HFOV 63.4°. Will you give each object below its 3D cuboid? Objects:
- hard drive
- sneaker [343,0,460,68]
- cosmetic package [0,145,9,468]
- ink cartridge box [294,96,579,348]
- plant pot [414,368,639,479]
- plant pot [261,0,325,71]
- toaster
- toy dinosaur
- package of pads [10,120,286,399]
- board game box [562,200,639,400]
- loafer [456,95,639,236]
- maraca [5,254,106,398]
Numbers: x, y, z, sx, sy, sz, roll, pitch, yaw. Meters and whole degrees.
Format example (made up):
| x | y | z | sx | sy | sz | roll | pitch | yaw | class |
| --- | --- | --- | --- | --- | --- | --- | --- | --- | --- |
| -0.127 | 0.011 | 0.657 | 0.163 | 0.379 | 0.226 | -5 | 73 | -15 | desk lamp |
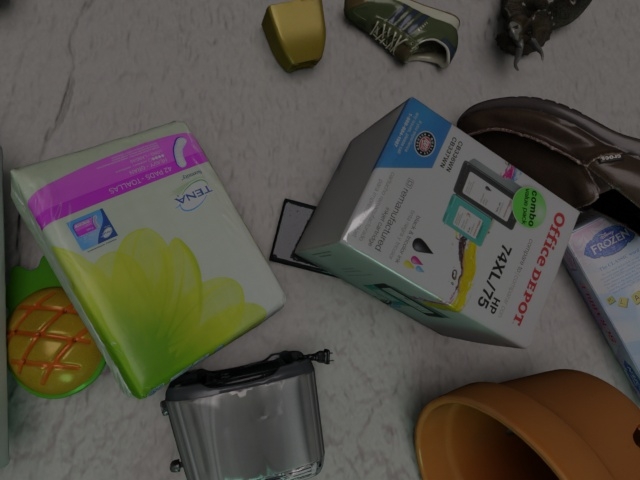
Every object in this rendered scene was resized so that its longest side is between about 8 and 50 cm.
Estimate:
| x | y | z | sx | sy | sz | roll | pitch | yaw | class |
| --- | --- | --- | --- | --- | --- | --- | --- | --- | --- |
| 0.000 | 0.000 | 0.767 | 0.135 | 0.022 | 0.094 | 15 | 81 | -8 | hard drive |
| 0.128 | -0.322 | 0.808 | 0.192 | 0.064 | 0.086 | 9 | 77 | -12 | sneaker |
| -0.544 | 0.068 | 0.475 | 0.327 | 0.329 | 0.394 | -5 | 84 | 4 | cosmetic package |
| 0.146 | -0.010 | 0.689 | 0.270 | 0.197 | 0.198 | 29 | 77 | -13 | ink cartridge box |
| 0.293 | 0.297 | 0.668 | 0.203 | 0.291 | 0.291 | -20 | 87 | -28 | plant pot |
| -0.035 | -0.302 | 0.774 | 0.081 | 0.081 | 0.083 | -16 | 98 | -12 | plant pot |
| -0.084 | 0.232 | 0.672 | 0.226 | 0.129 | 0.147 | -9 | 88 | -13 | toaster |
| 0.377 | -0.411 | 0.856 | 0.313 | 0.121 | 0.160 | -35 | 102 | -17 | toy dinosaur |
| -0.204 | 0.013 | 0.657 | 0.229 | 0.101 | 0.297 | -29 | 89 | -35 | package of pads |
| 0.580 | 0.056 | 0.801 | 0.318 | 0.066 | 0.318 | -28 | 89 | 4 | board game box |
| 0.361 | -0.097 | 0.743 | 0.365 | 0.134 | 0.130 | 23 | 81 | 19 | loafer |
| -0.340 | 0.107 | 0.657 | 0.127 | 0.099 | 0.186 | -23 | 75 | -13 | maraca |
